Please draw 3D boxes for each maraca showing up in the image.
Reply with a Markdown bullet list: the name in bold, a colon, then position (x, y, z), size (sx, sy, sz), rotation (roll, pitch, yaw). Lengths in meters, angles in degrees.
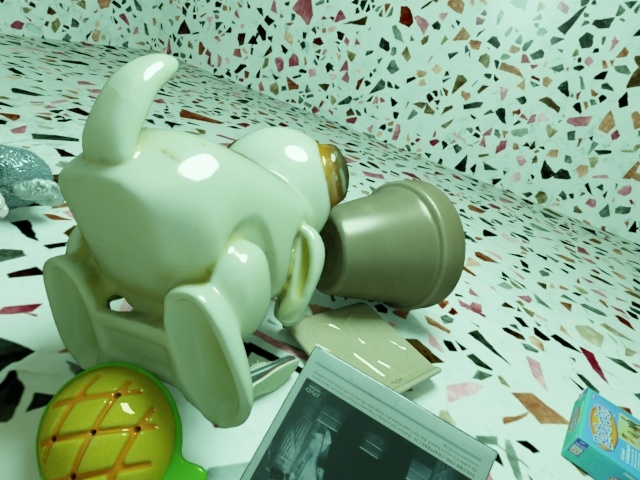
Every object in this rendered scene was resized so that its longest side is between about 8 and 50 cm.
- **maraca**: position (-0.191, 0.205, 0.392), size (0.127, 0.099, 0.185), rotation (-36, 71, -19)

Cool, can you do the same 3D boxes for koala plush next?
- **koala plush**: position (-0.559, -0.111, 0.678), size (0.196, 0.203, 0.221), rotation (37, 20, 30)

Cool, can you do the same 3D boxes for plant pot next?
- **plant pot**: position (0.096, 0.012, 0.773), size (0.230, 0.262, 0.263), rotation (-3, 34, -33)

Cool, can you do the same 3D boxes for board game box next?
- **board game box**: position (0.499, 0.345, 0.629), size (0.210, 0.047, 0.160), rotation (35, 31, 28)

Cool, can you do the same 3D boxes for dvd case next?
- **dvd case**: position (0.013, 0.239, 0.343), size (0.179, 0.238, 0.029), rotation (26, -16, 20)

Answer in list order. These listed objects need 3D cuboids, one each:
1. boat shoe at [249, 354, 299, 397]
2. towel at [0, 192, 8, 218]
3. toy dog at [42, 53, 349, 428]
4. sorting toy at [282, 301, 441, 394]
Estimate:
- **boat shoe**: position (-0.087, 0.186, 0.554), size (0.043, 0.049, 0.137), rotation (35, 35, 33)
- **towel**: position (-0.530, 0.038, 0.364), size (0.332, 0.053, 0.317), rotation (-2, 27, 20)
- **toy dog**: position (-0.131, -0.037, 0.573), size (0.285, 0.394, 0.408), rotation (0, 22, 27)
- **sorting toy**: position (0.065, 0.183, 0.675), size (0.193, 0.038, 0.208), rotation (-7, 31, -41)
